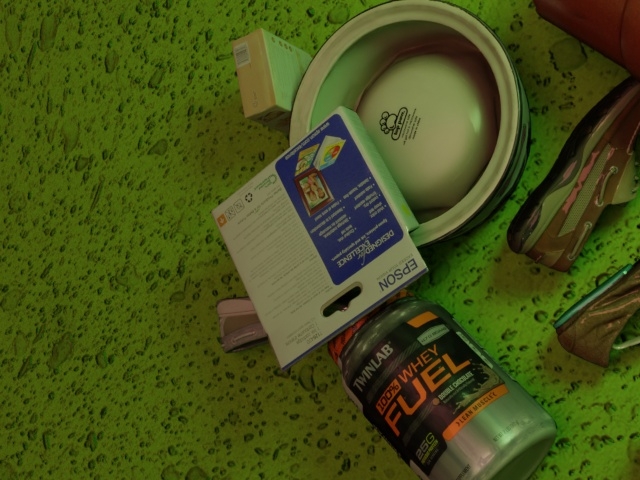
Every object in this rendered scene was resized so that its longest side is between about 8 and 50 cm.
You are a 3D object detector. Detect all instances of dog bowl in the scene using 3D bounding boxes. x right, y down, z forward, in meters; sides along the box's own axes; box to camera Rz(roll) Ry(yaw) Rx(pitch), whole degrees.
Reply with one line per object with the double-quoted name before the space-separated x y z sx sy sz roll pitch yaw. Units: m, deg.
"dog bowl" 0.157 -0.174 1.759 0.408 0.150 0.408 -5 81 31

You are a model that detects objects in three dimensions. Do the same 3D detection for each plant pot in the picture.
"plant pot" 0.452 -0.357 1.516 0.265 0.272 0.272 39 103 41

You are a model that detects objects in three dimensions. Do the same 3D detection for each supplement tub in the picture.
"supplement tub" 0.175 0.234 1.653 0.338 0.207 0.207 46 106 28

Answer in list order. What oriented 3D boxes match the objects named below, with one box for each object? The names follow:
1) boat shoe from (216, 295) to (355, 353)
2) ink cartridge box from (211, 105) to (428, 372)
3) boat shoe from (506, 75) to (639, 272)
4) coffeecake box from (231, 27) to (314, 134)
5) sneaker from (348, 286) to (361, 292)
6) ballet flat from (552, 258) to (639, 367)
"boat shoe" -0.047 0.143 1.860 0.320 0.118 0.103 -4 87 35
"ink cartridge box" 0.000 0.000 1.707 0.303 0.072 0.307 -36 68 25
"boat shoe" 0.412 -0.096 1.626 0.120 0.122 0.324 34 100 -2
"coffeecake box" -0.065 -0.266 1.884 0.068 0.185 0.142 -20 73 27
"sneaker" 0.012 0.054 1.867 0.158 0.061 0.065 0 76 31
"ballet flat" 0.488 0.056 1.558 0.124 0.116 0.342 44 107 7
